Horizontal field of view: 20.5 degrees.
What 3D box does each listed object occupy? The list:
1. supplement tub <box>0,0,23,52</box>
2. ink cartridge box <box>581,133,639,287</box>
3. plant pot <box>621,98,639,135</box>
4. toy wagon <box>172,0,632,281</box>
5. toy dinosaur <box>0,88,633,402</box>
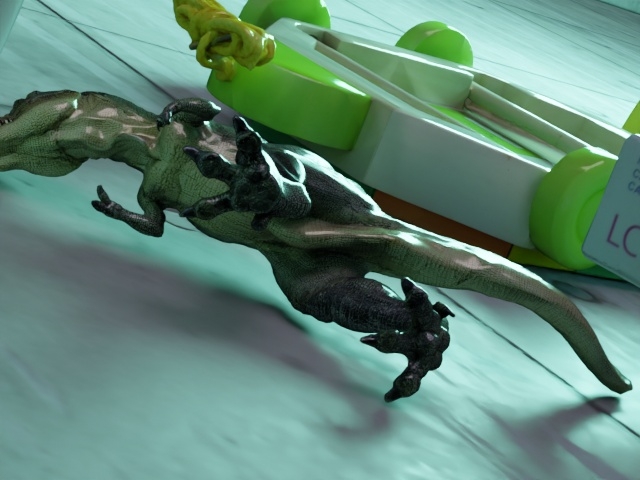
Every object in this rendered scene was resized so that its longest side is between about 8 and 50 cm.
[{"bbox_3d":[-0.229,-0.119,0.331,0.331,0.241,0.241,22,14,3],"label":"supplement tub"},{"bbox_3d":[0.274,0.029,0.722,0.311,0.065,0.186,8,19,-44],"label":"ink cartridge box"},{"bbox_3d":[0.380,-0.098,1.289,0.212,0.187,0.212,15,16,-25],"label":"plant pot"},{"bbox_3d":[0.061,-0.057,0.901,0.344,0.068,0.267,8,19,-42],"label":"toy wagon"},{"bbox_3d":[0.000,0.000,0.610,0.268,0.064,0.118,24,7,-4],"label":"toy dinosaur"}]
